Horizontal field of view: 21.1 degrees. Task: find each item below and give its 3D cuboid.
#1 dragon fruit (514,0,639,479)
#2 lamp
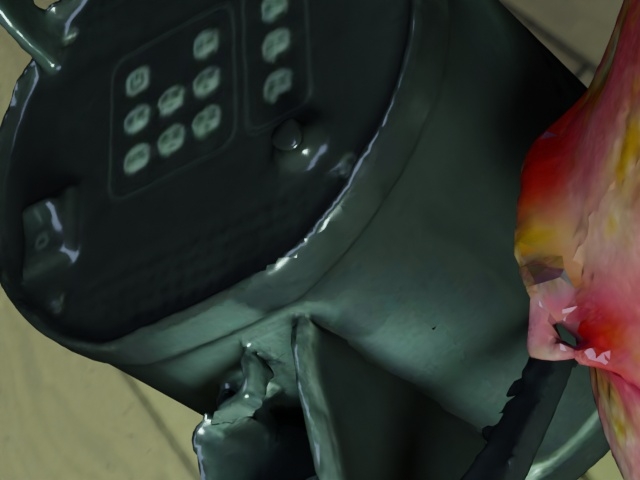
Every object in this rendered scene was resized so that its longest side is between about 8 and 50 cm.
[{"bbox_3d":[0.235,-0.055,0.483,0.386,0.249,0.371,23,56,36],"label":"dragon fruit"},{"bbox_3d":[0.014,-0.017,0.694,0.205,0.272,0.374,-25,69,27],"label":"lamp"}]
